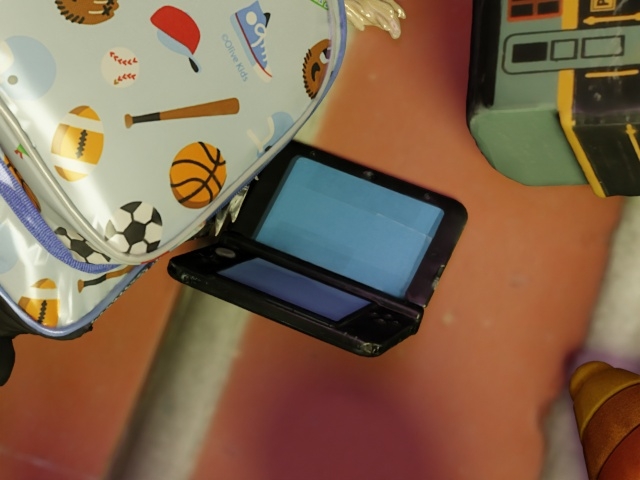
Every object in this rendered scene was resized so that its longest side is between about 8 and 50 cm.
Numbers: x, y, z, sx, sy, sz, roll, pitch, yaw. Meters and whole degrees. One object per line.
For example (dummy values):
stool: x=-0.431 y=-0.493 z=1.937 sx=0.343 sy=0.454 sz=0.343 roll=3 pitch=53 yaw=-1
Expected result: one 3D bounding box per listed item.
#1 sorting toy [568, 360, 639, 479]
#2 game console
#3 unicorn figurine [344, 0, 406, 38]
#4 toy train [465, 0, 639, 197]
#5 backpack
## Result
sorting toy: x=0.046 y=0.122 z=0.578 sx=0.365 sy=0.127 sz=0.126 roll=-10 pitch=39 yaw=-23
game console: x=0.000 y=0.000 z=0.695 sx=0.122 sy=0.107 sz=0.071 roll=21 pitch=105 yaw=18
unicorn figurine: x=0.007 y=-0.199 z=0.749 sx=0.111 sy=0.060 sz=0.162 roll=6 pitch=91 yaw=26
toy train: x=0.177 y=-0.174 z=0.688 sx=0.190 sy=0.142 sz=0.334 roll=-2 pitch=70 yaw=21
backpack: x=-0.117 y=-0.111 z=0.645 sx=0.213 sy=0.276 sz=0.263 roll=-4 pitch=34 yaw=45
